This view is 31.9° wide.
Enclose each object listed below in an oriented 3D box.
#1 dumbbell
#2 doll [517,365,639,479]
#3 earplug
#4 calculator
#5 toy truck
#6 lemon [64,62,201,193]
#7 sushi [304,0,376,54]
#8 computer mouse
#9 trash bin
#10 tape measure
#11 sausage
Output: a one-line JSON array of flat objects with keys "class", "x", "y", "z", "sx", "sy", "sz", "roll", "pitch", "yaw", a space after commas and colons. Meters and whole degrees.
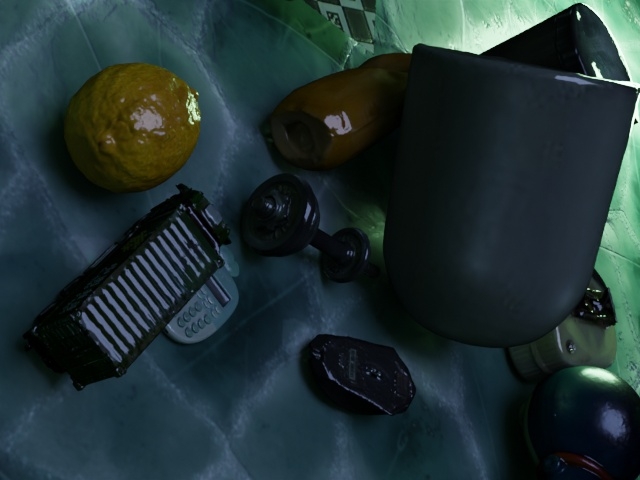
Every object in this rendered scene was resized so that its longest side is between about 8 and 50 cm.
[{"class": "dumbbell", "x": 0.000, "y": 0.000, "z": 1.450, "sx": 0.254, "sy": 0.110, "sz": 0.110, "roll": 31, "pitch": 48, "yaw": -45}, {"class": "doll", "x": 0.389, "y": 0.319, "z": 1.663, "sx": 0.198, "sy": 0.186, "sz": 0.322, "roll": 41, "pitch": 46, "yaw": -29}, {"class": "earplug", "x": 0.249, "y": -0.053, "z": 1.550, "sx": 0.312, "sy": 0.312, "sz": 0.394, "roll": -5, "pitch": 108, "yaw": -51}, {"class": "calculator", "x": -0.141, "y": 0.060, "z": 1.304, "sx": 0.095, "sy": 0.021, "sz": 0.153, "roll": 54, "pitch": 39, "yaw": -13}, {"class": "toy truck", "x": -0.189, "y": 0.041, "z": 1.162, "sx": 0.088, "sy": 0.121, "sz": 0.259, "roll": 54, "pitch": 44, "yaw": -15}, {"class": "lemon", "x": -0.203, "y": -0.128, "z": 1.239, "sx": 0.142, "sy": 0.142, "sz": 0.187, "roll": 59, "pitch": 35, "yaw": -7}, {"class": "sushi", "x": -0.027, "y": -0.449, "z": 1.702, "sx": 0.294, "sy": 0.059, "sz": 0.292, "roll": 29, "pitch": 50, "yaw": -37}, {"class": "computer mouse", "x": 0.047, "y": 0.175, "z": 1.440, "sx": 0.172, "sy": 0.057, "sz": 0.099, "roll": 25, "pitch": 53, "yaw": -26}, {"class": "trash bin", "x": 0.325, "y": -0.222, "z": 1.799, "sx": 0.252, "sy": 0.301, "sz": 0.203, "roll": 36, "pitch": 44, "yaw": -37}, {"class": "tape measure", "x": 0.393, "y": 0.090, "z": 1.844, "sx": 0.231, "sy": 0.133, "sz": 0.271, "roll": 8, "pitch": 61, "yaw": -47}, {"class": "sausage", "x": 0.061, "y": -0.197, "z": 1.608, "sx": 0.354, "sy": 0.134, "sz": 0.116, "roll": -35, "pitch": 117, "yaw": -51}]
